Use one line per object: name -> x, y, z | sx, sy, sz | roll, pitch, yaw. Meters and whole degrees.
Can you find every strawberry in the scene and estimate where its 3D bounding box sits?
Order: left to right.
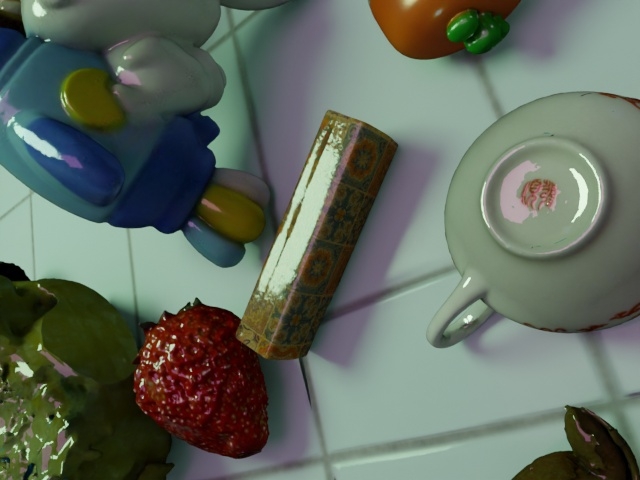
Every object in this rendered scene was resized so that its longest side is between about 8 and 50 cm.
strawberry -> -0.118, 0.141, 0.503 | 0.131, 0.131, 0.148 | -37, 55, 25

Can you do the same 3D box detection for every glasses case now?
glasses case -> 0.000, 0.000, 0.469 | 0.049, 0.075, 0.218 | 27, 98, 34

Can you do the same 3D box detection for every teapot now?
teapot -> 0.154, -0.010, 0.353 | 0.245, 0.116, 0.159 | -48, 70, 27

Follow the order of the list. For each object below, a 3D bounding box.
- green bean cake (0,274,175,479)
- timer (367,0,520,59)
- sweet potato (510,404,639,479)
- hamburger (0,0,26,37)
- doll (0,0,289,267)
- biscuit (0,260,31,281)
green bean cake -> -0.314, 0.158, 0.543 | 0.310, 0.285, 0.202 | 42, 102, 29
timer -> 0.106, -0.200, 0.412 | 0.136, 0.099, 0.136 | -10, 76, 47
sweet potato -> 0.137, 0.253, 0.288 | 0.098, 0.124, 0.309 | -19, 73, 59
hamburger -> -0.365, -0.253, 0.655 | 0.291, 0.291, 0.224 | 9, 92, 36
doll -> -0.192, -0.152, 0.490 | 0.377, 0.187, 0.365 | -2, 89, 0
biscuit -> -0.468, 0.122, 0.732 | 0.053, 0.194, 0.194 | 6, 85, 0
